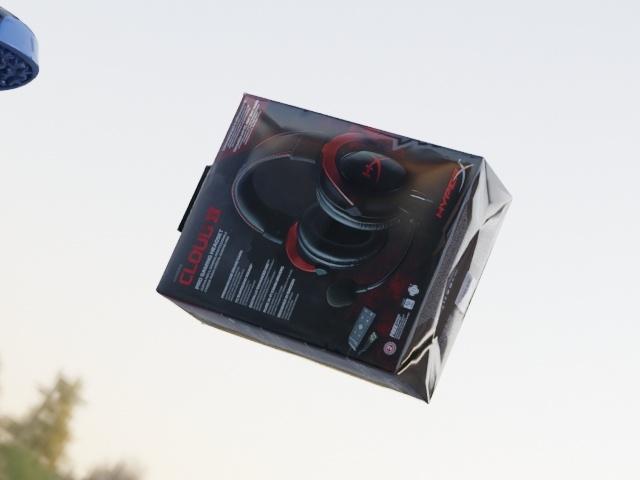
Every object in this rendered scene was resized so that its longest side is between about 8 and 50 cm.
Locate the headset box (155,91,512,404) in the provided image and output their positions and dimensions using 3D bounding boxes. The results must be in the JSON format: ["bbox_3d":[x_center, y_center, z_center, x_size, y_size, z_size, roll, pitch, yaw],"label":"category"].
[{"bbox_3d":[0.000,0.000,1.505,0.293,0.218,0.110,18,-13,28],"label":"headset box"}]

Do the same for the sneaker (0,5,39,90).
[{"bbox_3d":[-0.274,-0.170,0.989,0.232,0.090,0.081,22,-33,-35],"label":"sneaker"}]
